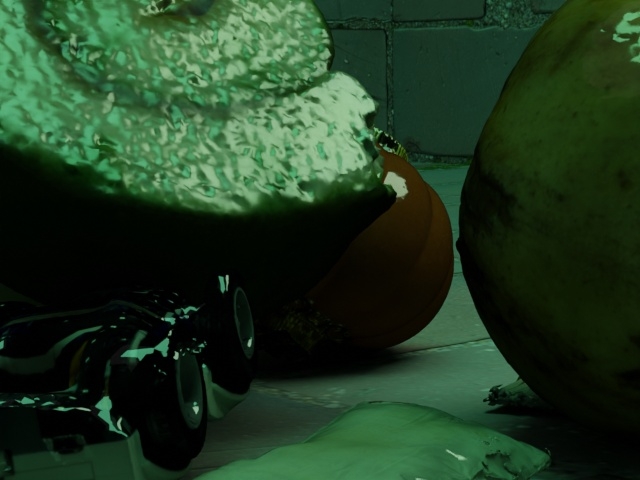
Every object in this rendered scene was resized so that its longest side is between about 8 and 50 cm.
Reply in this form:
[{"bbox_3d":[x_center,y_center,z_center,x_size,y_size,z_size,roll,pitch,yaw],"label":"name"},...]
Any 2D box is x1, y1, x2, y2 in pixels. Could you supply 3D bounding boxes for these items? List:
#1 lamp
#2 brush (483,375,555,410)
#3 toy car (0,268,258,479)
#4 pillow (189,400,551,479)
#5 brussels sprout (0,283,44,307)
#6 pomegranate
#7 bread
[{"bbox_3d":[0.000,0.000,1.295,0.223,0.196,0.223,23,-22,10],"label":"lamp"},{"bbox_3d":[0.222,0.097,1.211,0.090,0.017,0.314,6,8,29],"label":"brush"},{"bbox_3d":[-0.131,0.085,0.859,0.193,0.118,0.301,-9,4,9],"label":"toy car"},{"bbox_3d":[0.025,0.123,0.818,0.128,0.051,0.229,9,10,26],"label":"pillow"},{"bbox_3d":[-0.226,0.006,1.191,0.219,0.210,0.271,21,2,-6],"label":"brussels sprout"},{"bbox_3d":[0.227,-0.024,0.994,0.322,0.322,0.322,-1,6,0],"label":"pomegranate"},{"bbox_3d":[-0.121,-0.110,1.103,0.382,0.129,0.366,27,40,-2],"label":"bread"}]
